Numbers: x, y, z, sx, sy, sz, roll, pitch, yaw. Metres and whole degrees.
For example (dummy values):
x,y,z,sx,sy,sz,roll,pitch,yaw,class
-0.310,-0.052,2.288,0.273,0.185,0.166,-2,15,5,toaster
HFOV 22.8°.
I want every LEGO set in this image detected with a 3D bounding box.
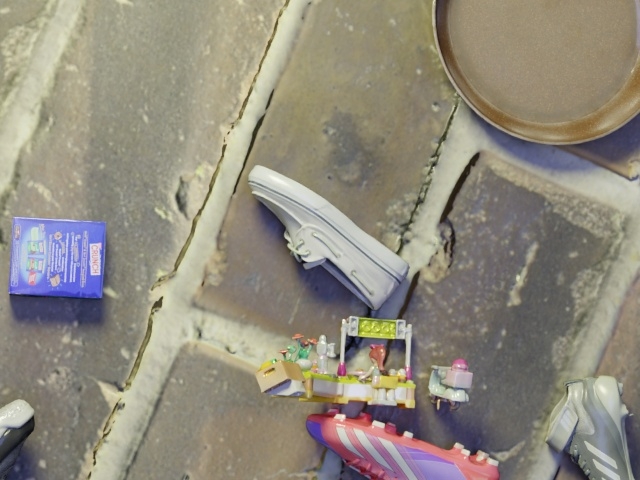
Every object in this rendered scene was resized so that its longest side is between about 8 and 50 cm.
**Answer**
x,y,z,sx,sy,sz,roll,pitch,yaw,class
0.033,0.136,1.846,0.287,0.132,0.107,9,80,-32,LEGO set

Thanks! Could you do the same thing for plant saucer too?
x,y,z,sx,sy,sz,roll,pitch,yaw,class
0.283,-0.270,1.946,0.311,0.050,0.310,0,89,-10,plant saucer

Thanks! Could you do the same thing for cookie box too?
x,y,z,sx,sy,sz,roll,pitch,yaw,class
-0.304,0.021,1.834,0.107,0.040,0.091,4,87,-10,cookie box

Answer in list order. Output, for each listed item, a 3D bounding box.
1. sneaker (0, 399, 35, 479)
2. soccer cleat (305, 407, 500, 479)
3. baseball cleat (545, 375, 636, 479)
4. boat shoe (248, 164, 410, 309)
x,y,z,sx,sy,sz,roll,pitch,yaw,class
-0.375,0.317,1.786,0.153,0.101,0.268,38,88,-8,sneaker
0.095,0.270,1.881,0.248,0.083,0.095,18,90,-12,soccer cleat
0.332,0.270,1.936,0.109,0.072,0.205,-6,85,3,baseball cleat
0.000,0.000,1.868,0.226,0.083,0.075,34,82,-8,boat shoe
